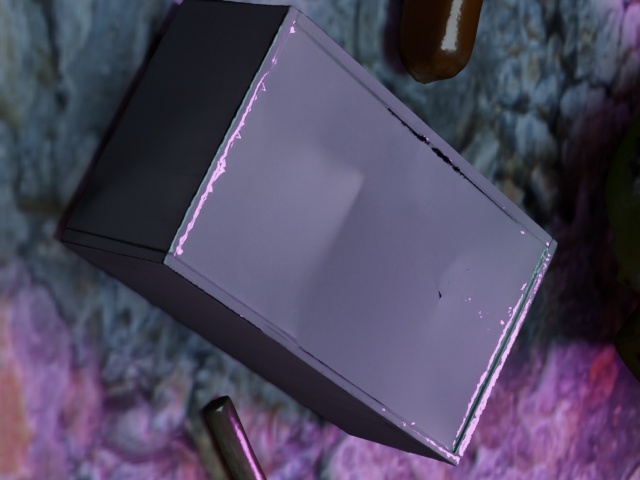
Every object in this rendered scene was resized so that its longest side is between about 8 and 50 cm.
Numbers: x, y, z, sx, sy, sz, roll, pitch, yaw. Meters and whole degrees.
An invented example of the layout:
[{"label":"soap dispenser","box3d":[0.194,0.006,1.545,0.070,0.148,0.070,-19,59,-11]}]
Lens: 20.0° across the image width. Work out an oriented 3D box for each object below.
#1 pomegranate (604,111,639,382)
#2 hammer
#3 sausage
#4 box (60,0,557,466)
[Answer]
[{"label":"pomegranate","box3d":[0.294,-0.003,1.082,0.302,0.236,0.236,-20,111,-53]},{"label":"hammer","box3d":[-0.019,0.154,0.931,0.062,0.017,0.182,-39,121,-33]},{"label":"sausage","box3d":[0.067,-0.146,0.945,0.039,0.041,0.131,9,91,-66]},{"label":"box","box3d":[0.000,0.000,0.874,0.225,0.086,0.129,38,72,-41]}]
